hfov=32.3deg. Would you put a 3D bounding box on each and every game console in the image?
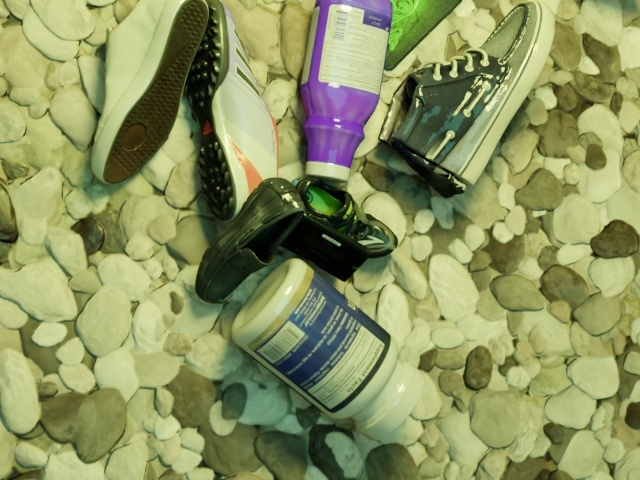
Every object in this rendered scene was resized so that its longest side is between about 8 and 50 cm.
[{"bbox_3d":[0.000,0.000,1.604,0.122,0.107,0.071,29,39,-15],"label":"game console"}]

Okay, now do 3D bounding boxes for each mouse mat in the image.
[{"bbox_3d":[0.119,-0.377,1.718,0.189,0.007,0.152,-46,102,-13],"label":"mouse mat"}]

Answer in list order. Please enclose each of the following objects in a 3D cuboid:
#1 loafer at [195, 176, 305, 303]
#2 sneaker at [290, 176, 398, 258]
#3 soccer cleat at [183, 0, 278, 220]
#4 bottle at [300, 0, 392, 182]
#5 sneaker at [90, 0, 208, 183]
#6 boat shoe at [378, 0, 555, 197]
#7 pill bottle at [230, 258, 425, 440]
[{"bbox_3d":[-0.100,0.012,1.549,0.076,0.078,0.223,10,126,-48],"label":"loafer"},{"bbox_3d":[0.034,-0.031,1.641,0.188,0.078,0.067,33,79,-14],"label":"sneaker"},{"bbox_3d":[-0.121,-0.189,1.595,0.116,0.109,0.318,-8,90,-37],"label":"soccer cleat"},{"bbox_3d":[0.031,-0.229,1.637,0.118,0.092,0.282,9,87,-20],"label":"bottle"},{"bbox_3d":[-0.262,-0.224,1.559,0.106,0.123,0.290,19,98,-59],"label":"sneaker"},{"bbox_3d":[0.222,-0.247,1.681,0.158,0.127,0.340,31,80,-22],"label":"boat shoe"},{"bbox_3d":[0.014,0.161,1.590,0.265,0.153,0.153,41,77,-13],"label":"pill bottle"}]
